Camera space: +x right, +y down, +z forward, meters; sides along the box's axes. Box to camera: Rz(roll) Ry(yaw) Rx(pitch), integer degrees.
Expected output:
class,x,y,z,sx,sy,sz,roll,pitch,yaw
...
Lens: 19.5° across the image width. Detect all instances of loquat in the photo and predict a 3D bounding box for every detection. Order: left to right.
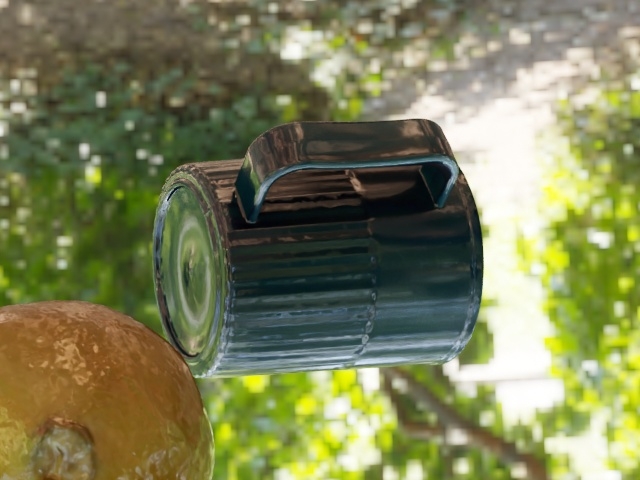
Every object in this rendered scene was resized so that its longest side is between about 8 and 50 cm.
class,x,y,z,sx,sy,sz,roll,pitch,yaw
loquat,-0.159,0.126,1.178,0.176,0.187,0.234,-25,175,-5

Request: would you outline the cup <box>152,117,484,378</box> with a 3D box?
class,x,y,z,sx,sy,sz,roll,pitch,yaw
cup,0.001,0.019,1.950,0.292,0.242,0.308,-4,173,-23
